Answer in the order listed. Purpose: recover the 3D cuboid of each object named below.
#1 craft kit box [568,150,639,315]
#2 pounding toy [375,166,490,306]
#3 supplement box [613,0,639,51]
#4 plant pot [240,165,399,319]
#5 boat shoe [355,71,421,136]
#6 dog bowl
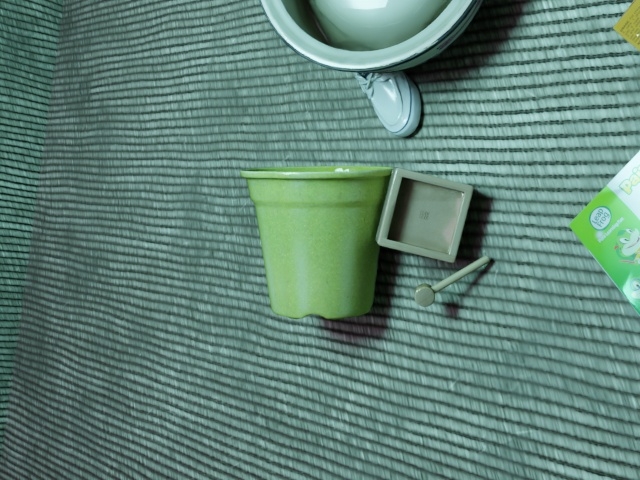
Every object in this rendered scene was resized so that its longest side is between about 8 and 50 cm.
[{"bbox_3d":[0.487,-0.017,1.231,0.250,0.061,0.246,-52,47,28],"label":"craft kit box"},{"bbox_3d":[0.183,0.001,1.528,0.094,0.181,0.206,-84,8,-84],"label":"pounding toy"},{"bbox_3d":[0.499,-0.242,1.236,0.080,0.078,0.233,-58,47,24],"label":"supplement box"},{"bbox_3d":[0.000,0.000,1.638,0.276,0.276,0.253,7,99,48],"label":"plant pot"},{"bbox_3d":[0.099,-0.297,1.684,0.095,0.084,0.258,-44,54,34],"label":"boat shoe"},{"bbox_3d":[0.102,-0.465,1.566,0.408,0.150,0.408,-2,85,22],"label":"dog bowl"}]
